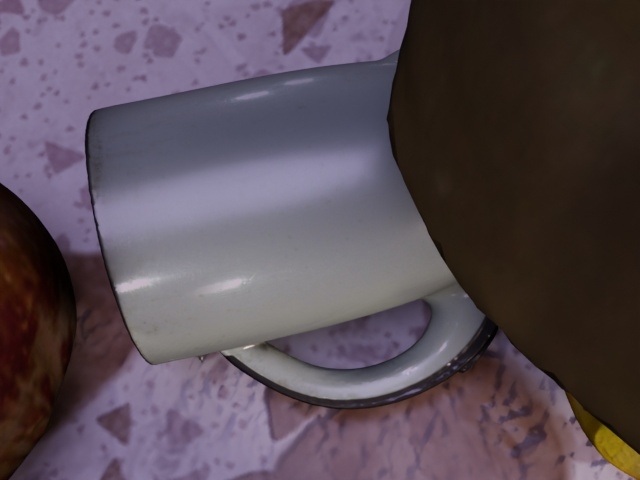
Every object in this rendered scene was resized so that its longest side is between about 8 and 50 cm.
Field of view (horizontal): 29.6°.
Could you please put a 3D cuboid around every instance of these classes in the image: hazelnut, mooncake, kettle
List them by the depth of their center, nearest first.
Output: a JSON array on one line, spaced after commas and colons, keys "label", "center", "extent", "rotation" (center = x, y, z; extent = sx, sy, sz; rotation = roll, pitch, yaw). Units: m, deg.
[{"label": "mooncake", "center": [0.271, -0.095, 0.593], "extent": [0.467, 0.262, 0.467], "rotation": [10, 49, -12]}, {"label": "hazelnut", "center": [-0.252, 0.061, 0.724], "extent": [0.218, 0.218, 0.233], "rotation": [24, 77, 15]}, {"label": "kettle", "center": [0.000, 0.000, 0.745], "extent": [0.236, 0.161, 0.221], "rotation": [-13, 98, 0]}]

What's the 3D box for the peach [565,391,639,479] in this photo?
[{"label": "peach", "center": [0.209, 0.066, 0.705], "extent": [0.151, 0.118, 0.151], "rotation": [2, 96, 25]}]
